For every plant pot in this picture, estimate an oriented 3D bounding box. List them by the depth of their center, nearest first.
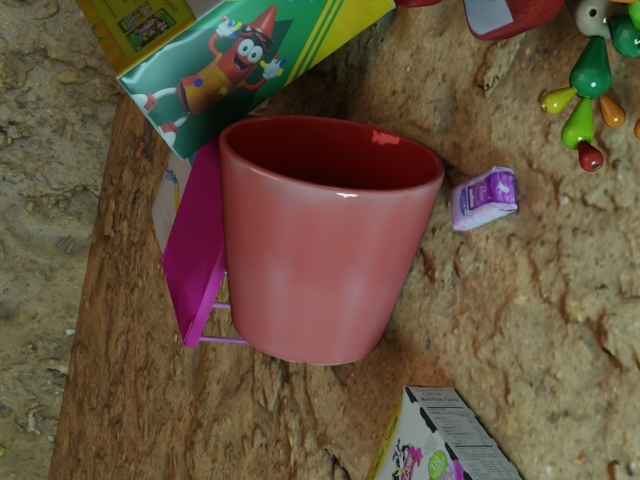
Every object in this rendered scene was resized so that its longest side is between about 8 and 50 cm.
[{"bbox_3d":[0.000,0.000,1.095,0.275,0.275,0.243,-131,43,-57],"label":"plant pot"}]

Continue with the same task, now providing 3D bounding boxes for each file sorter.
[{"bbox_3d":[-0.102,-0.008,1.355,0.290,0.182,0.202,-66,31,31],"label":"file sorter"}]

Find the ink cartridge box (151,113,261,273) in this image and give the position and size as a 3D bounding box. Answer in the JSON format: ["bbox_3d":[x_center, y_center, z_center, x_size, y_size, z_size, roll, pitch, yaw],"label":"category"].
[{"bbox_3d":[-0.167,-0.083,1.519,0.232,0.171,0.168,-65,31,30],"label":"ink cartridge box"}]

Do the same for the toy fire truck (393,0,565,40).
[{"bbox_3d":[0.172,-0.350,0.821,0.254,0.170,0.302,173,85,-67],"label":"toy fire truck"}]

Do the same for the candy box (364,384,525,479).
[{"bbox_3d":[0.135,0.280,0.922,0.233,0.071,0.159,54,131,55],"label":"candy box"}]

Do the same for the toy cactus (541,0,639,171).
[{"bbox_3d":[0.257,-0.187,0.795,0.180,0.112,0.218,-105,25,-56],"label":"toy cactus"}]

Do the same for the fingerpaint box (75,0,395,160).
[{"bbox_3d":[-0.151,-0.358,1.368,0.371,0.163,0.445,-37,34,-2],"label":"fingerpaint box"}]

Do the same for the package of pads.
[{"bbox_3d":[0.176,-0.044,0.976,0.083,0.032,0.050,-28,61,59],"label":"package of pads"}]
